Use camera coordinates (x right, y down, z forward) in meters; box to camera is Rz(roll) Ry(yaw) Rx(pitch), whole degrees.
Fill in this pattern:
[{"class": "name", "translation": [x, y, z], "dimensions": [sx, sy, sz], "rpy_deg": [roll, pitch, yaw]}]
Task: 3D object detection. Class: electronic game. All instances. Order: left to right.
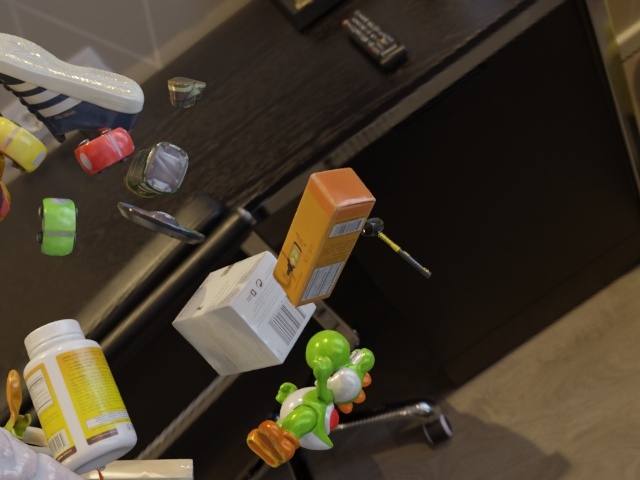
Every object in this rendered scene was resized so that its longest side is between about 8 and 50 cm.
[{"class": "electronic game", "translation": [-0.394, -0.045, 1.784], "dimensions": [0.229, 0.229, 0.048], "rpy_deg": [22, 88, 44]}]

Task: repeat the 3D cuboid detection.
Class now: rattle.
[{"class": "rattle", "translation": [-0.446, 0.320, 1.226], "dimensions": [0.200, 0.130, 0.142], "rpy_deg": [14, 72, 3]}]

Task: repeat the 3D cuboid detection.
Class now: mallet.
[{"class": "mallet", "translation": [0.172, 0.015, 1.588], "dimensions": [0.190, 0.062, 0.039], "rpy_deg": [38, 116, 9]}]

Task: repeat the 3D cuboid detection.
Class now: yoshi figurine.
[{"class": "yoshi figurine", "translation": [-0.030, 0.352, 1.718], "dimensions": [0.204, 0.203, 0.362], "rpy_deg": [21, 50, 39]}]

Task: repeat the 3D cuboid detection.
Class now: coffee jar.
[{"class": "coffee jar", "translation": [-0.321, -0.133, 1.390], "dimensions": [0.184, 0.079, 0.096], "rpy_deg": [3, 71, 63]}]

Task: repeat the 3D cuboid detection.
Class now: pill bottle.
[{"class": "pill bottle", "translation": [-0.366, 0.230, 1.070], "dimensions": [0.117, 0.117, 0.214], "rpy_deg": [-31, 72, 9]}]

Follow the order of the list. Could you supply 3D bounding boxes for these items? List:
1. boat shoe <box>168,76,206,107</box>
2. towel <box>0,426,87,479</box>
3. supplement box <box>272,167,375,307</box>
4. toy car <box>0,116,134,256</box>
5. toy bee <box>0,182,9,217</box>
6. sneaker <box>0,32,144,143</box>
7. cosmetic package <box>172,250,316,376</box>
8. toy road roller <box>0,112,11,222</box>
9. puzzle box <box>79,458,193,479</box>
[{"class": "boat shoe", "translation": [-0.354, -0.384, 1.872], "dimensions": [0.080, 0.073, 0.223], "rpy_deg": [11, 14, -1]}, {"class": "towel", "translation": [-0.288, 0.257, 0.596], "dimensions": [0.317, 0.331, 0.053], "rpy_deg": [-15, 45, 20]}, {"class": "supplement box", "translation": [0.000, 0.000, 1.108], "dimensions": [0.080, 0.233, 0.078], "rpy_deg": [-13, 54, -35]}, {"class": "toy car", "translation": [-0.424, -0.085, 1.174], "dimensions": [0.053, 0.239, 0.224], "rpy_deg": [2, 90, 64]}, {"class": "toy bee", "translation": [-0.571, -0.166, 1.053], "dimensions": [0.162, 0.298, 0.195], "rpy_deg": [-17, 2, -37]}, {"class": "sneaker", "translation": [-0.519, -0.269, 1.342], "dimensions": [0.131, 0.350, 0.148], "rpy_deg": [-94, 28, -56]}, {"class": "cosmetic package", "translation": [-0.142, 0.140, 1.336], "dimensions": [0.184, 0.151, 0.151], "rpy_deg": [-20, 26, 41]}, {"class": "toy road roller", "translation": [-0.683, -0.077, 1.298], "dimensions": [0.240, 0.203, 0.329], "rpy_deg": [52, 127, 33]}, {"class": "puzzle box", "translation": [-0.397, 0.625, 1.502], "dimensions": [0.272, 0.408, 0.052], "rpy_deg": [2, 28, -6]}]
